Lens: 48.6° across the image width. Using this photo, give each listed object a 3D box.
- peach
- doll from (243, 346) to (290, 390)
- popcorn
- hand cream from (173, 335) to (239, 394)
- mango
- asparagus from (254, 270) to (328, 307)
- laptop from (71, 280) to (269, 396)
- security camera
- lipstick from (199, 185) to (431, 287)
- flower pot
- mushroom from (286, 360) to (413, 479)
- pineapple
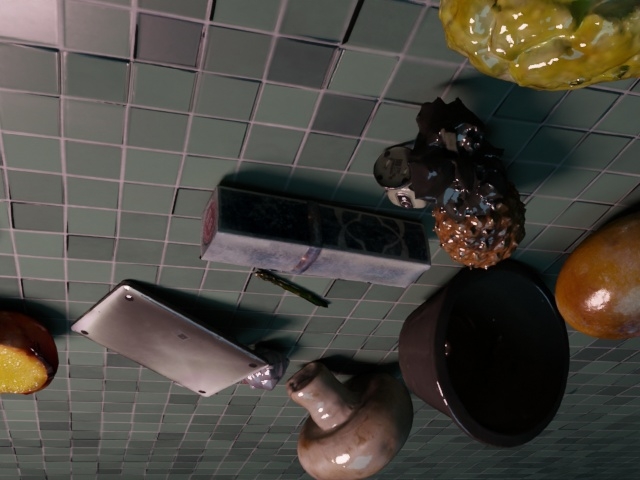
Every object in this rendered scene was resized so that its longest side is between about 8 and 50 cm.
[{"bbox_3d":[-0.469,0.159,1.062,0.127,0.092,0.172,-14,136,5],"label":"peach"},{"bbox_3d":[-0.101,0.232,1.250,0.094,0.079,0.180,-14,163,-14],"label":"doll"},{"bbox_3d":[0.170,-0.200,0.505,0.198,0.212,0.198,-40,177,-3],"label":"popcorn"},{"bbox_3d":[-0.195,0.227,1.255,0.088,0.055,0.256,15,150,-17],"label":"hand cream"},{"bbox_3d":[0.461,0.022,0.931,0.316,0.146,0.193,-34,141,17],"label":"mango"},{"bbox_3d":[-0.039,0.075,1.058,0.016,0.013,0.166,-35,139,23],"label":"asparagus"},{"bbox_3d":[-0.237,0.165,1.113,0.269,0.015,0.188,34,134,-26],"label":"laptop"},{"bbox_3d":[0.098,-0.063,0.819,0.058,0.058,0.092,-15,150,16],"label":"security camera"},{"bbox_3d":[0.000,0.000,0.880,0.290,0.077,0.076,10,145,-24],"label":"lipstick"},{"bbox_3d":[0.224,0.165,1.062,0.269,0.268,0.166,15,166,-29],"label":"flower pot"},{"bbox_3d":[0.042,0.319,1.314,0.244,0.243,0.243,-4,148,-2],"label":"mushroom"},{"bbox_3d":[0.159,-0.058,0.773,0.111,0.119,0.237,-27,143,9],"label":"pineapple"}]
